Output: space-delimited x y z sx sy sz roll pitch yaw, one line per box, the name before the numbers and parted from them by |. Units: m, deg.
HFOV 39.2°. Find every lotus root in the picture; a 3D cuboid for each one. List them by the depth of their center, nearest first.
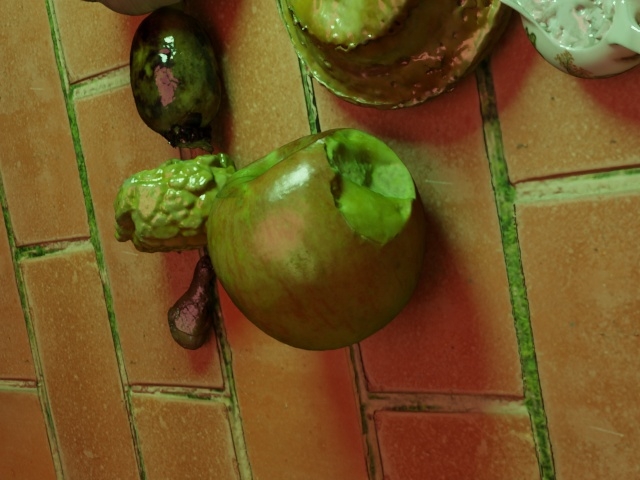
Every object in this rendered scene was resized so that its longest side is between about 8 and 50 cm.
lotus root | -0.268 -0.307 1.633 0.169 0.141 0.314 -10 89 36

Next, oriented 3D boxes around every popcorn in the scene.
popcorn | -0.275 -0.063 1.642 0.286 0.225 0.174 -9 91 39

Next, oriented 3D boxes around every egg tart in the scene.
egg tart | 0.077 -0.405 1.304 0.443 0.178 0.443 9 104 36

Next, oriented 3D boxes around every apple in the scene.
apple | 0.000 0.000 1.373 0.339 0.339 0.340 10 106 37

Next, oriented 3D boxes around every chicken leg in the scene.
chicken leg | -0.248 0.121 1.768 0.085 0.069 0.198 28 110 30

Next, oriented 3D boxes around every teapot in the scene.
teapot | 0.344 -0.299 1.123 0.298 0.139 0.204 32 128 37

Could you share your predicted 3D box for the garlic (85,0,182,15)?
garlic | -0.320 -0.536 1.540 0.321 0.241 0.322 -16 58 28
